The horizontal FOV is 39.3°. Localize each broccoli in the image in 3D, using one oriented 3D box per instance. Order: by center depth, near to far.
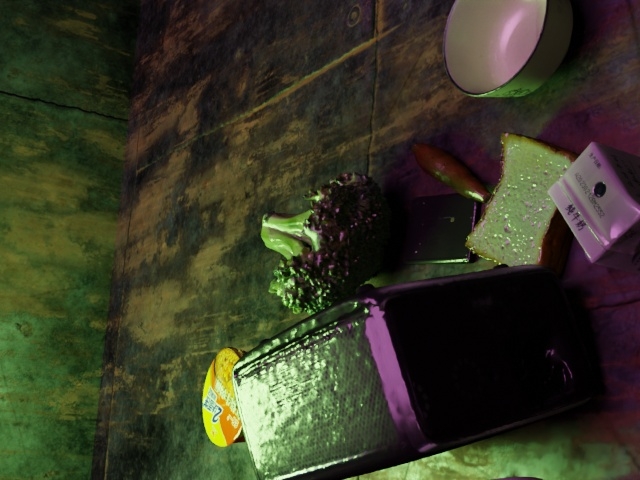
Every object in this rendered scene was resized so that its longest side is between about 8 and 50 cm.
[{"bbox_3d":[0.014,0.014,1.758,0.260,0.288,0.235,-22,100,54],"label":"broccoli"}]

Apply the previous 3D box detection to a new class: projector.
[{"bbox_3d":[0.125,0.205,1.348,0.405,0.395,0.242,-32,70,49],"label":"projector"}]

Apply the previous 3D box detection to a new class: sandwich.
[{"bbox_3d":[0.336,-0.053,1.442,0.186,0.065,0.215,37,112,55],"label":"sandwich"}]

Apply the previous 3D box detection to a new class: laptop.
[{"bbox_3d":[0.220,-0.022,1.655,0.197,0.016,0.135,-4,76,56],"label":"laptop"}]

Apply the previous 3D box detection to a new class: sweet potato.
[{"bbox_3d":[0.236,-0.124,1.627,0.264,0.057,0.057,43,116,53],"label":"sweet potato"}]

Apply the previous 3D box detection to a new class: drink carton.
[{"bbox_3d":[0.422,-0.031,1.157,0.102,0.222,0.134,-52,41,35],"label":"drink carton"}]

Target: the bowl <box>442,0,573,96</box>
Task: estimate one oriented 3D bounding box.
[{"bbox_3d":[0.328,-0.341,1.490,0.237,0.126,0.238,-25,59,52],"label":"bowl"}]

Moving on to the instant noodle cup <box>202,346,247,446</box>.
[{"bbox_3d":[-0.132,0.341,1.933,0.213,0.174,0.213,-22,63,53],"label":"instant noodle cup"}]

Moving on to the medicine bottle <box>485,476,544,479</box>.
[{"bbox_3d":[0.265,0.535,1.225,0.213,0.213,0.379,-40,49,44],"label":"medicine bottle"}]
